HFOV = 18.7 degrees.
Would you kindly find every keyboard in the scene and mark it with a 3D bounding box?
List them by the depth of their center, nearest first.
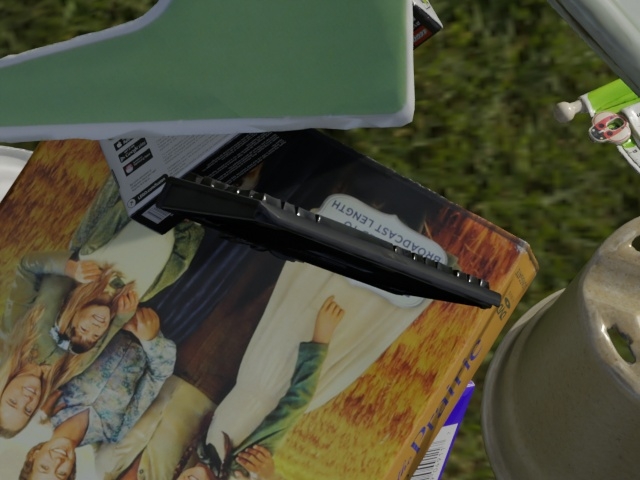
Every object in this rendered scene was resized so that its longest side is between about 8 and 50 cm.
[{"bbox_3d":[0.000,0.000,0.968,0.180,0.108,0.023,22,80,-44],"label":"keyboard"}]

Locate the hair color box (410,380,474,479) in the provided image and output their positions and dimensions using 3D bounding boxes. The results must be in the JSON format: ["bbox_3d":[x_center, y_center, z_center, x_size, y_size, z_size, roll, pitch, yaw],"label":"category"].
[{"bbox_3d":[-0.031,0.131,1.800,0.110,0.339,0.185,-2,118,-43],"label":"hair color box"}]

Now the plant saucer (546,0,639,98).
[{"bbox_3d":[0.134,-0.250,1.279,0.100,0.400,0.400,-43,110,8],"label":"plant saucer"}]

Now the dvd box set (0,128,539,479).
[{"bbox_3d":[-0.108,0.114,1.152,0.308,0.062,0.420,30,81,20],"label":"dvd box set"}]

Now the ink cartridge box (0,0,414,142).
[{"bbox_3d":[-0.067,-0.134,0.336,0.171,0.056,0.235,-2,119,-1],"label":"ink cartridge box"}]

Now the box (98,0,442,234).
[{"bbox_3d":[-0.040,-0.108,1.117,0.207,0.114,0.036,-35,146,16],"label":"box"}]

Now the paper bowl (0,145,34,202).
[{"bbox_3d":[-0.281,0.058,1.685,0.284,0.148,0.284,4,80,-20],"label":"paper bowl"}]

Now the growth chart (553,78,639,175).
[{"bbox_3d":[0.308,-0.063,1.408,0.172,0.237,0.021,-30,144,-19],"label":"growth chart"}]

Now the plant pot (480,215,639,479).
[{"bbox_3d":[0.343,0.129,1.949,0.334,0.305,0.333,1,64,-2],"label":"plant pot"}]
